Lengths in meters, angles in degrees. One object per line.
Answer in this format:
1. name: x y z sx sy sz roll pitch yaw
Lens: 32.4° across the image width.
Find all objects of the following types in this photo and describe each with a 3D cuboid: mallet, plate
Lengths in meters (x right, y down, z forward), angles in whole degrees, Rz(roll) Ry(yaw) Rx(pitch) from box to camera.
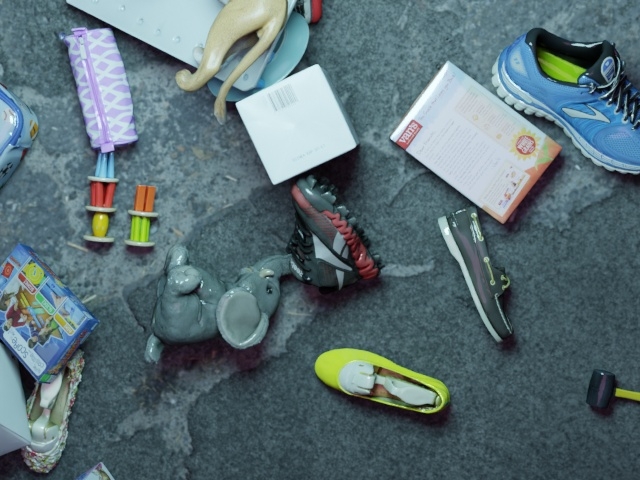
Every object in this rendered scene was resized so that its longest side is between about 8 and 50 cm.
1. mallet: 0.535 0.250 1.817 0.190 0.039 0.062 5 94 -2
2. plate: -0.105 -0.299 1.732 0.188 0.188 0.024 -35 134 6

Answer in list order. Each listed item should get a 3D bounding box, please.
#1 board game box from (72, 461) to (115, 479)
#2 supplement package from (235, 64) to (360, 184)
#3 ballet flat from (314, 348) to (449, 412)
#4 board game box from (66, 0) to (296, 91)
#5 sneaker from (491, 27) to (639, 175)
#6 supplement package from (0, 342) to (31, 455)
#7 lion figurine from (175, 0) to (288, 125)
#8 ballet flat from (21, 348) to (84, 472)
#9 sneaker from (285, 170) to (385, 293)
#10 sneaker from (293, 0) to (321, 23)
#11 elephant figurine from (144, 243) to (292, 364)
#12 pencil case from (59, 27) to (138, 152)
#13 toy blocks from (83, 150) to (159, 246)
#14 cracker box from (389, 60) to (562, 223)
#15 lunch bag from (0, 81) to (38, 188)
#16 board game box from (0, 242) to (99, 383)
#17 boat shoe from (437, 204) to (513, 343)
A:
1. board game box: -0.496 0.504 1.749 0.318 0.318 0.066 -34 93 5
2. supplement package: -0.028 -0.178 1.694 0.139 0.244 0.133 -25 94 5
3. ballet flat: 0.102 0.234 1.812 0.231 0.077 0.077 16 97 1
4. board game box: -0.168 -0.475 1.702 0.390 0.050 0.390 29 97 23
5. sneaker: 0.431 -0.218 1.699 0.330 0.147 0.129 28 64 -1
6. supplement package: -0.647 0.277 1.775 0.293 0.175 0.177 -22 60 4
7. lion figurine: -0.125 -0.385 1.575 0.240 0.142 0.392 -27 78 21
8. ballet flat: -0.460 0.282 1.845 0.091 0.077 0.241 13 97 0
9. sneaker: 0.000 0.000 1.711 0.135 0.276 0.097 -30 54 2
10. sneaker: 0.010 -0.481 1.738 0.118 0.107 0.279 1 103 -17
11. elephant figurine: -0.142 0.104 1.784 0.239 0.169 0.186 15 126 -14
12. pencil case: -0.354 -0.247 1.783 0.086 0.088 0.206 -15 96 0
13. toy blocks: -0.326 -0.069 1.816 0.123 0.054 0.148 6 95 3
14. cracker box: 0.247 -0.158 1.772 0.232 0.067 0.155 37 95 -2
15. lunch bag: -0.631 -0.154 1.796 0.243 0.115 0.303 40 95 1
16. board game box: -0.471 0.119 1.809 0.201 0.035 0.136 43 97 24
17. boat shoe: 0.266 0.055 1.784 0.069 0.081 0.227 -25 91 9
